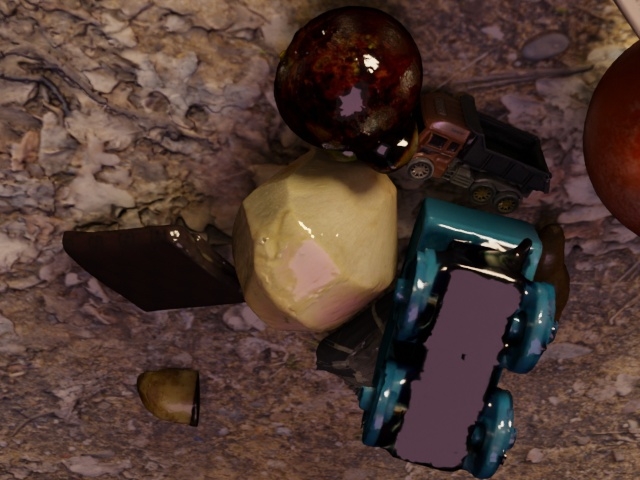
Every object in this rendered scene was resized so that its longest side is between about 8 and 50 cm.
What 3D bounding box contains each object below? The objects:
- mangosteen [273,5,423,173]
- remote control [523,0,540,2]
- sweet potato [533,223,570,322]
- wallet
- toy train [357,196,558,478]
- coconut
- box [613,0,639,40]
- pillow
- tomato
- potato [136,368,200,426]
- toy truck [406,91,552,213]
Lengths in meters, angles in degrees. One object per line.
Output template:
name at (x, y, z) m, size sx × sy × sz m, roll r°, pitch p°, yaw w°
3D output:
mangosteen at (0.041, -0.161, 0.966) m, size 0.172 × 0.172 × 0.184 m, roll -35°, pitch 105°, yaw 28°
remote control at (0.235, -0.354, 0.881) m, size 0.067 × 0.029 × 0.261 m, roll 9°, pitch 132°, yaw -8°
sweet potato at (0.317, 0.067, 1.255) m, size 0.067 × 0.067 × 0.274 m, roll -5°, pitch 138°, yaw 4°
wallet at (-0.210, 0.036, 1.174) m, size 0.229 × 0.049 × 0.182 m, roll -4°, pitch 144°, yaw 40°
toy train at (0.158, 0.110, 1.066) m, size 0.187 × 0.265 × 0.300 m, roll 15°, pitch 109°, yaw 1°
coconut at (0.000, 0.000, 1.090) m, size 0.237 × 0.237 × 0.197 m, roll -39°, pitch 88°, yaw 30°
box at (0.231, -0.307, 0.775) m, size 0.065 × 0.200 × 0.343 m, roll -33°, pitch 123°, yaw 23°
pillow at (0.140, 0.128, 1.289) m, size 0.161 × 0.093 × 0.335 m, roll 31°, pitch 125°, yaw -33°
tomato at (0.417, -0.115, 0.965) m, size 0.264 × 0.265 × 0.265 m, roll 0°, pitch 133°, yaw 0°
potato at (-0.245, 0.256, 1.427) m, size 0.103 × 0.066 × 0.096 m, roll 3°, pitch 130°, yaw 0°
toy truck at (0.187, -0.107, 1.076) m, size 0.192 × 0.083 × 0.092 m, roll 19°, pitch 130°, yaw -19°
